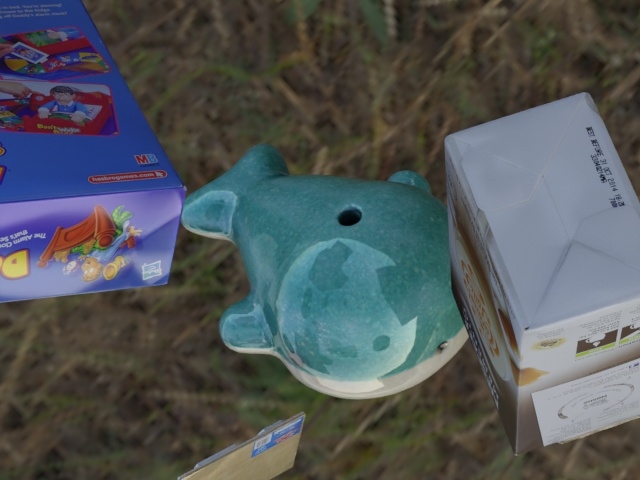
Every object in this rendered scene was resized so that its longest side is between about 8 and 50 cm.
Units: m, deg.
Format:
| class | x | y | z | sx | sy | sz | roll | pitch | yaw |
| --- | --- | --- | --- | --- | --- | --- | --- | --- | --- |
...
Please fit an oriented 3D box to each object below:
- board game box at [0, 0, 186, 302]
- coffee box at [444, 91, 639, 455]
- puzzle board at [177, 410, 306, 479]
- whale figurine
| class | x | y | z | sx | sy | sz | roll | pitch | yaw |
| --- | --- | --- | --- | --- | --- | --- | --- | --- | --- |
| board game box | -0.285 | -0.057 | 1.154 | 0.233 | 0.347 | 0.078 | -121 | 34 | -44 |
| coffee box | 0.149 | 0.030 | 1.241 | 0.246 | 0.098 | 0.141 | 78 | 173 | -65 |
| puzzle board | -0.073 | 0.197 | 1.650 | 0.011 | 0.128 | 0.096 | 51 | 153 | 25 |
| whale figurine | 0.000 | 0.000 | 1.500 | 0.272 | 0.216 | 0.141 | 39 | 158 | 34 |
